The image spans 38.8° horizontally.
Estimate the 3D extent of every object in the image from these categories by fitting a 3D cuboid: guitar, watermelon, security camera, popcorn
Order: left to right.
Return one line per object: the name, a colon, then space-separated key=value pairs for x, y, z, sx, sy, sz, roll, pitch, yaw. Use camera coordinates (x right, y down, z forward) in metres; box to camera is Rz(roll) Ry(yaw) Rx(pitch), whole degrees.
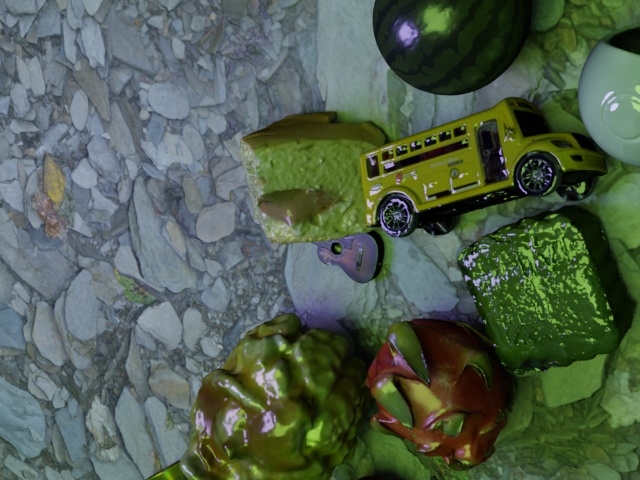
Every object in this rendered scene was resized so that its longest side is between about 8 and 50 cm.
popcorn: x=-0.069 y=0.284 z=1.521 sx=0.279 sy=0.274 sz=0.335 roll=22 pitch=128 yaw=-6
guitar: x=0.000 y=0.000 z=1.520 sx=0.233 sy=0.025 sz=0.088 roll=20 pitch=115 yaw=27
watermelon: x=0.175 y=-0.299 z=1.207 sx=0.212 sy=0.212 sz=0.212 roll=10 pitch=110 yaw=30
security camera: x=0.426 y=-0.162 z=1.104 sx=0.236 sy=0.194 sz=0.194 roll=40 pitch=122 yaw=19

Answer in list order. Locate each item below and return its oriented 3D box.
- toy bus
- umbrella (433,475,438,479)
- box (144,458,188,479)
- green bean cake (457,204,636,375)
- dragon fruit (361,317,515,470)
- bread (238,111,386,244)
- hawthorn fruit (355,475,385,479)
toy bus: x=0.220 y=-0.102 z=1.274 sx=0.331 sy=0.145 sz=0.151 roll=-16 pitch=80 yaw=36
umbrella: x=0.226 y=0.440 z=1.521 sx=0.013 sy=0.022 sz=0.122 roll=-36 pitch=95 yaw=9
box: x=-0.235 y=0.597 z=1.843 sx=0.173 sy=0.043 sz=0.311 roll=-33 pitch=86 yaw=34
green bean cake: x=0.318 y=0.069 z=1.287 sx=0.200 sy=0.113 sz=0.214 roll=-20 pitch=93 yaw=36
dragon fruit: x=0.180 y=0.226 z=1.365 sx=0.227 sy=0.224 sz=0.224 roll=36 pitch=121 yaw=26
bread: x=-0.023 y=-0.111 z=1.470 sx=0.211 sy=0.224 sz=0.184 roll=-133 pitch=35 yaw=-64
hawthorn fruit: x=0.092 y=0.494 z=1.528 sx=0.188 sy=0.169 sz=0.169 roll=42 pitch=124 yaw=33
